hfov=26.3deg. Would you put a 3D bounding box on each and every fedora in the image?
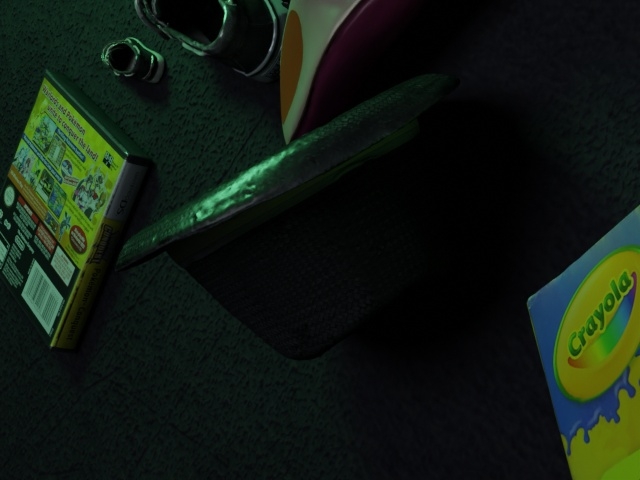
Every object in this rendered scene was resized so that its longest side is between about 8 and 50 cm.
[{"bbox_3d":[0.000,0.000,1.076,0.334,0.334,0.152,-27,93,45],"label":"fedora"}]

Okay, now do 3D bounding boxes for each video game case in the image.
[{"bbox_3d":[-0.308,-0.041,1.613,0.275,0.035,0.248,42,113,49],"label":"video game case"}]

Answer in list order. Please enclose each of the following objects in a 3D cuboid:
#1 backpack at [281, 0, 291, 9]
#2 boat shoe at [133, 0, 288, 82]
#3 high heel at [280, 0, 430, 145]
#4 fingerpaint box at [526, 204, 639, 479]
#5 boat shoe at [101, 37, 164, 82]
[{"bbox_3d":[-0.054,-0.377,1.199,0.213,0.263,0.276,-38,52,39],"label":"backpack"},{"bbox_3d":[-0.138,-0.253,1.397,0.113,0.105,0.306,-60,41,21],"label":"boat shoe"},{"bbox_3d":[0.081,-0.200,1.148,0.377,0.181,0.127,116,152,-52],"label":"high heel"},{"bbox_3d":[0.308,0.093,0.615,0.445,0.163,0.371,127,138,-52],"label":"fingerpaint box"},{"bbox_3d":[-0.221,-0.206,1.544,0.125,0.038,0.046,33,106,50],"label":"boat shoe"}]
